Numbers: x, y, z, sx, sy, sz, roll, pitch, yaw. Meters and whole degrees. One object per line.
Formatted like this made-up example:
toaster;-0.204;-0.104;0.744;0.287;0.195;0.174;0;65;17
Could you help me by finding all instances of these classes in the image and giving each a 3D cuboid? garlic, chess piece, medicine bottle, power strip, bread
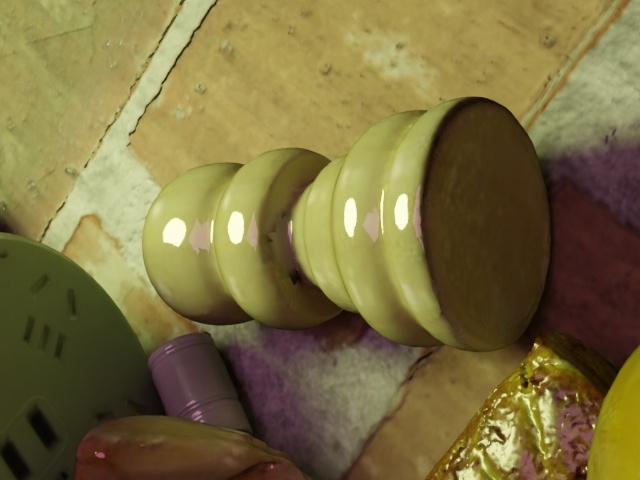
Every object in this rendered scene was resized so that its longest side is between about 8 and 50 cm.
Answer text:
garlic;-0.072;0.242;0.998;0.228;0.110;0.217;10;89;-1
chess piece;0.000;0.000;0.994;0.299;0.167;0.167;-6;78;40
medicine bottle;-0.094;0.121;1.079;0.057;0.057;0.089;-38;63;23
power strip;-0.279;0.156;1.020;0.161;0.357;0.358;-9;77;35
bread;0.140;0.158;0.886;0.132;0.103;0.172;47;110;34

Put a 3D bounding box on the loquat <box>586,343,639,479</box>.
loquat;0.281;0.139;0.703;0.274;0.275;0.275;-7;78;33
